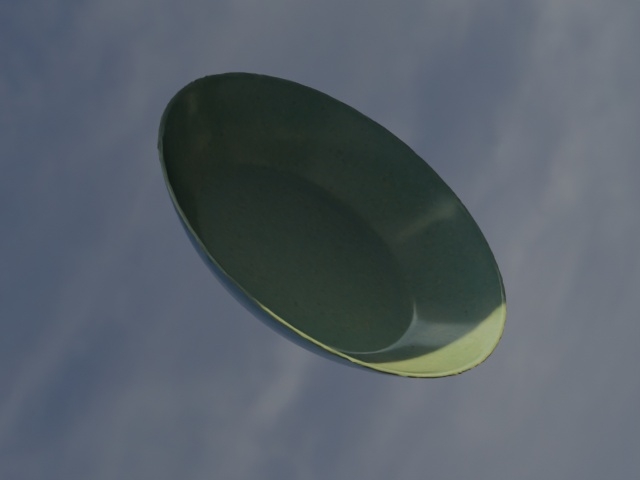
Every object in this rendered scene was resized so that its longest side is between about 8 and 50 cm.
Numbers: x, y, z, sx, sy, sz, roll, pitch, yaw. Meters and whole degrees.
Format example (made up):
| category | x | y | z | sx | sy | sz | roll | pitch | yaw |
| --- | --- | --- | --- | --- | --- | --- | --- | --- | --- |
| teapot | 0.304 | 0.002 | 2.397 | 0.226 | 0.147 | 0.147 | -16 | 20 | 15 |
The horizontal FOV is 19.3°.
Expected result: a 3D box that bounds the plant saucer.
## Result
| category | x | y | z | sx | sy | sz | roll | pitch | yaw |
| --- | --- | --- | --- | --- | --- | --- | --- | --- | --- |
| plant saucer | 0.000 | 0.000 | 0.900 | 0.195 | 0.195 | 0.037 | -18 | -28 | -52 |
